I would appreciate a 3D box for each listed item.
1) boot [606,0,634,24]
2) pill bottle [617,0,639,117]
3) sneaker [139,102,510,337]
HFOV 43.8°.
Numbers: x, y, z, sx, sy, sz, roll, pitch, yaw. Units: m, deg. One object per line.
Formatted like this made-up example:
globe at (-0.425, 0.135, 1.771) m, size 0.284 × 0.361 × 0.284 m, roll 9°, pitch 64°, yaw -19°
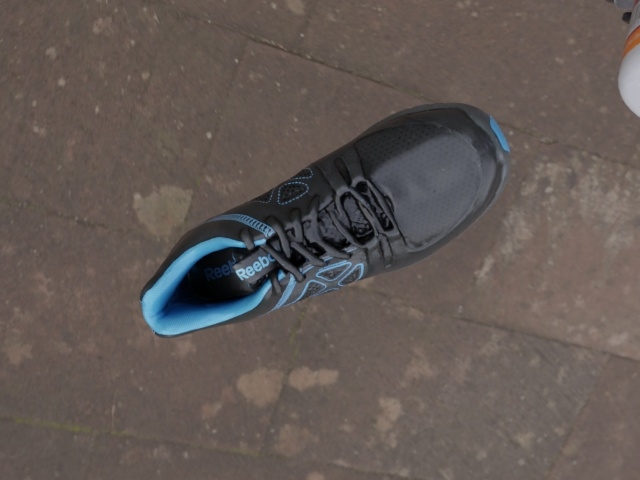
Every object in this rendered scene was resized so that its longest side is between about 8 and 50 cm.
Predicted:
boot at (0.405, -0.197, 0.691) m, size 0.338 × 0.223 × 0.118 m, roll 22°, pitch 86°, yaw -44°
pill bottle at (0.258, -0.179, 0.472) m, size 0.121 × 0.121 × 0.221 m, roll 21°, pitch 77°, yaw -22°
sneaker at (0.000, 0.000, 0.671) m, size 0.341 × 0.139 × 0.125 m, roll -27°, pitch 97°, yaw 24°
